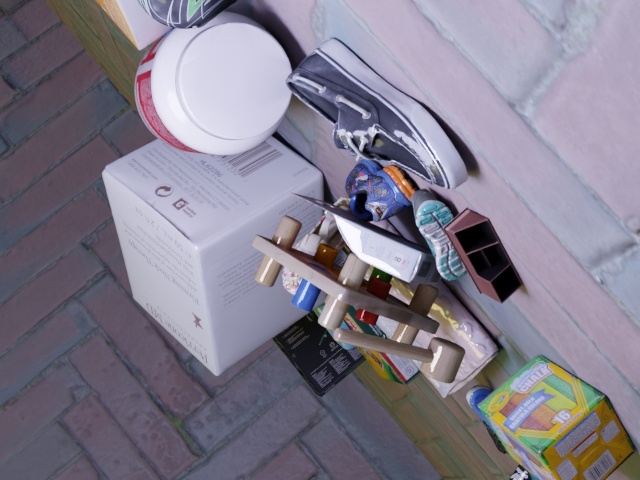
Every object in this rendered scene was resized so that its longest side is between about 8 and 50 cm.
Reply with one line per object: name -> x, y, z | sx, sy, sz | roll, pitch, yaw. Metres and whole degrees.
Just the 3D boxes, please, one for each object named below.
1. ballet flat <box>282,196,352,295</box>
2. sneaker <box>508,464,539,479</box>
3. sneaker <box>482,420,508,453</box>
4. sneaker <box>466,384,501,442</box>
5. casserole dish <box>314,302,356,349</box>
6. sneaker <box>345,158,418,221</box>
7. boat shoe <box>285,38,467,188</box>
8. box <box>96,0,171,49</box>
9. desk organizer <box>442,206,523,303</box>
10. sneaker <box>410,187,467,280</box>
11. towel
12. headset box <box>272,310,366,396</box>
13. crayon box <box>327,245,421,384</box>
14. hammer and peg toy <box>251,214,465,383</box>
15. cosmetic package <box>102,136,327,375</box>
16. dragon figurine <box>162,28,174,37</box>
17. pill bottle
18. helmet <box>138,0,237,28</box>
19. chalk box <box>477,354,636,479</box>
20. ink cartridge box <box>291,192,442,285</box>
ballet flat -> 0.000, 0.000, 1.839 | 0.091, 0.241, 0.077 | 22, 139, 16
sneaker -> 0.458, 0.530, 1.976 | 0.302, 0.121, 0.108 | 57, 170, -33
sneaker -> 0.397, 0.424, 2.091 | 0.089, 0.051, 0.170 | 57, 174, -34
sneaker -> 0.354, 0.354, 1.976 | 0.152, 0.058, 0.084 | 52, 178, -34
casserole dish -> 0.027, 0.189, 2.335 | 0.188, 0.037, 0.114 | 57, 170, -24
sneaker -> 0.076, -0.075, 1.561 | 0.083, 0.087, 0.221 | 54, 171, -11
boat shoe -> 0.064, -0.149, 1.278 | 0.301, 0.102, 0.108 | 46, 170, 30
box -> -0.362, -0.530, 1.655 | 0.345, 0.168, 0.215 | 48, 171, 19
desk organizer -> 0.224, 0.022, 1.351 | 0.130, 0.047, 0.050 | 56, 167, -31
sneaker -> 0.178, -0.013, 1.448 | 0.166, 0.065, 0.076 | 63, -178, -39
towel -> 0.177, 0.134, 1.855 | 0.332, 0.053, 0.317 | 48, 160, 13
headset box -> -0.001, 0.225, 2.614 | 0.283, 0.246, 0.131 | 51, 171, -4
crayon box -> 0.097, 0.173, 2.374 | 0.363, 0.106, 0.313 | 51, 171, 0
hammer and peg toy -> 0.071, 0.088, 1.611 | 0.266, 0.127, 0.361 | 22, -175, -43
cosmetic package -> -0.210, -0.004, 2.093 | 0.329, 0.327, 0.394 | 36, 146, 33
dragon figurine -> -0.266, -0.412, 1.912 | 0.144, 0.085, 0.289 | 46, 171, 26
pill bottle -> -0.179, -0.257, 1.643 | 0.229, 0.229, 0.407 | 54, 171, -15
helmet -> -0.195, -0.389, 1.407 | 0.169, 0.161, 0.169 | 49, 171, 11
chalk box -> 0.343, 0.275, 1.498 | 0.132, 0.132, 0.213 | 55, 169, -27
ink cartridge box -> 0.074, 0.000, 1.561 | 0.232, 0.066, 0.189 | 21, -176, 19
